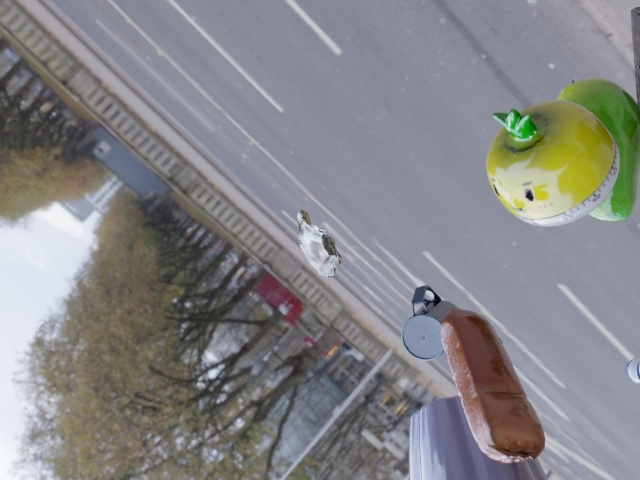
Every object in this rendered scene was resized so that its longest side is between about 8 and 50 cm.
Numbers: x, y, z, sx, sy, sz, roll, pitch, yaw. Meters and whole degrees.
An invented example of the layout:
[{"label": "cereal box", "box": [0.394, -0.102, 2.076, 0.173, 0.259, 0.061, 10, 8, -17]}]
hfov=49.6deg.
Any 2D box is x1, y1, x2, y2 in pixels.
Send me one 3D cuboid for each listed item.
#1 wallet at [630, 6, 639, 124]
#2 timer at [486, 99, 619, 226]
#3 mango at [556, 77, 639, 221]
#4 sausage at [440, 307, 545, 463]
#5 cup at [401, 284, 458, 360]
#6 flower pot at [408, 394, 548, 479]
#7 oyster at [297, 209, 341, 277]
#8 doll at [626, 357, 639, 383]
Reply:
[{"label": "wallet", "box": [0.605, -0.302, 1.269, 0.124, 0.042, 0.230, -75, -27, -59]}, {"label": "timer", "box": [0.455, -0.189, 1.438, 0.285, 0.285, 0.285, 41, 174, 6]}, {"label": "mango", "box": [0.701, -0.228, 1.730, 0.201, 0.226, 0.381, 123, 144, -70]}, {"label": "sausage", "box": [0.273, 0.236, 1.142, 0.097, 0.093, 0.348, 5, -148, -8]}, {"label": "cup", "box": [0.259, 0.196, 1.641, 0.155, 0.131, 0.176, -12, -97, -66]}, {"label": "flower pot", "box": [0.277, 0.425, 1.286, 0.265, 0.265, 0.243, 51, -158, -55]}, {"label": "oyster", "box": [0.000, 0.000, 1.711, 0.191, 0.081, 0.163, 59, 158, 7]}, {"label": "doll", "box": [0.541, 0.214, 1.142, 0.058, 0.098, 0.143, 17, 168, 8]}]
